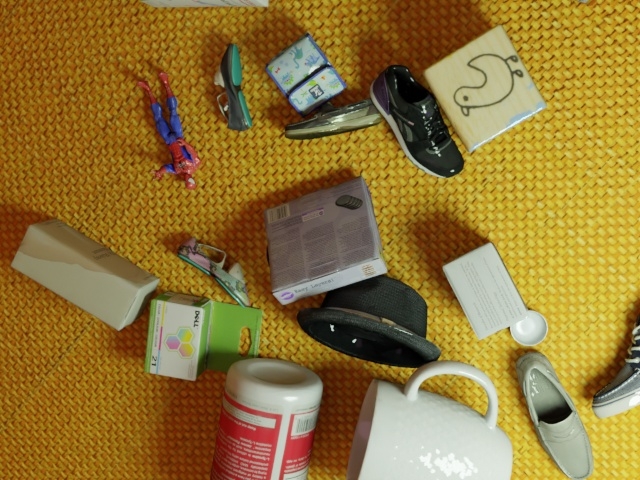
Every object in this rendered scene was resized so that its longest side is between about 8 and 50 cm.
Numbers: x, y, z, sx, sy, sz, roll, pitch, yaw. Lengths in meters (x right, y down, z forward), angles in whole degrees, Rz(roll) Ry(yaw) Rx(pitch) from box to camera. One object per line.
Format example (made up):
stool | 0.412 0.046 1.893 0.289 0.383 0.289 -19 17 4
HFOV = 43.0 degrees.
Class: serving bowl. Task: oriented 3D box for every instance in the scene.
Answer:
serving bowl | 0.480 0.199 1.875 0.083 0.027 0.083 1 98 9

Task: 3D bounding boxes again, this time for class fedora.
fedora | 0.121 0.170 1.847 0.334 0.334 0.152 15 67 7

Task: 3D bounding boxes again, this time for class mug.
mug | 0.260 0.439 1.817 0.328 0.276 0.374 14 107 -1

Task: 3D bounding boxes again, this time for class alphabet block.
alphabet block | 0.348 -0.321 1.738 0.192 0.193 0.197 -31 92 11

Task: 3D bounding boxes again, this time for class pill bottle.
pill bottle | -0.137 0.503 1.922 0.229 0.229 0.407 12 100 8

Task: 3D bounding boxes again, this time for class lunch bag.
lunch bag | -0.033 -0.373 1.850 0.129 0.096 0.151 -34 108 10

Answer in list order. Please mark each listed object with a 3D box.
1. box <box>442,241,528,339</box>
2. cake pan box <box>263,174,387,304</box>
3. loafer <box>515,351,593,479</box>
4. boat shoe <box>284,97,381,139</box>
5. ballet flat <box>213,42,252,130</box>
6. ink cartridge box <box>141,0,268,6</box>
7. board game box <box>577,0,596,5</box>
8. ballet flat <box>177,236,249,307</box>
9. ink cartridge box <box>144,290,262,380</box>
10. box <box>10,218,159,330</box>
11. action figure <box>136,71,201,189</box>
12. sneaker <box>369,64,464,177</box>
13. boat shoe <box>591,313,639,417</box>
box | 0.365 0.107 1.791 0.119 0.181 0.182 -27 84 12
cake pan box | 0.000 0.000 1.835 0.267 0.245 0.070 -19 139 11
loafer | 0.534 0.409 1.854 0.112 0.111 0.319 -27 93 12
boat shoe | 0.025 -0.280 1.860 0.224 0.080 0.073 -9 88 4
ballet flat | -0.211 -0.353 1.892 0.074 0.074 0.203 -9 99 11
ink cartridge box | -0.235 -0.586 1.789 0.354 0.207 0.119 2 97 10
board game box | 0.459 -0.709 1.577 0.357 0.356 0.356 22 101 5
ballet flat | -0.243 0.068 1.962 0.221 0.077 0.079 38 79 3
ink cartridge box | -0.283 0.241 1.976 0.255 0.097 0.188 9 100 9
box | -0.568 0.079 1.977 0.311 0.148 0.121 29 101 3
action figure | -0.359 -0.247 1.901 0.091 0.139 0.280 -19 97 13
sneaker | 0.221 -0.259 1.785 0.107 0.124 0.283 -41 92 -18
boat shoe | 0.721 0.244 1.804 0.340 0.127 0.158 -34 85 5
